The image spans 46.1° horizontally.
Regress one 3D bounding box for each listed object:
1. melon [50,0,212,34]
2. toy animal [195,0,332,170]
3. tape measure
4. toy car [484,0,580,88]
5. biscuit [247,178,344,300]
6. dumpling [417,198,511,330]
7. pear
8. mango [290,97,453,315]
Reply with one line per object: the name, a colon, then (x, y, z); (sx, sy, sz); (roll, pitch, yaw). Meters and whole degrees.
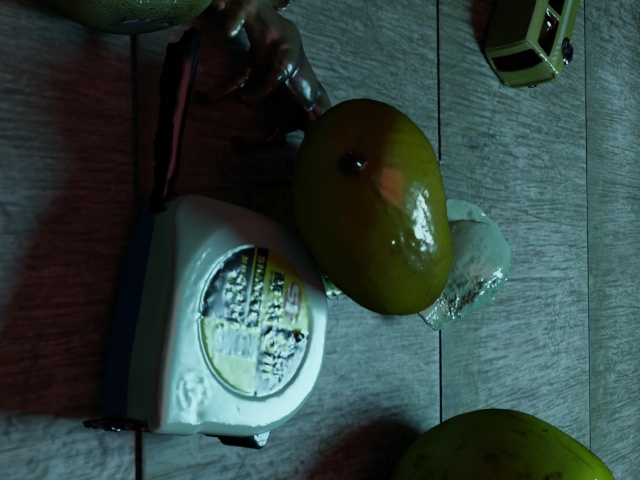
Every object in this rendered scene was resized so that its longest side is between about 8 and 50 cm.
melon: (-0.150, -0.219, 0.617); (0.162, 0.099, 0.099); (-19, 103, -49)
toy animal: (-0.050, -0.193, 0.749); (0.186, 0.094, 0.214); (-59, 136, -25)
tape measure: (-0.087, 0.007, 0.690); (0.215, 0.098, 0.351); (20, 72, -45)
toy car: (0.339, -0.367, 1.169); (0.124, 0.101, 0.256); (36, 64, -38)
biscuit: (0.001, 0.000, 0.844); (0.203, 0.016, 0.144); (-9, 95, -49)
dumpling: (0.184, 0.023, 0.982); (0.219, 0.108, 0.152); (-46, 122, -41)
pear: (0.214, 0.339, 0.893); (0.283, 0.284, 0.283); (1, 88, -48)
mango: (0.067, -0.017, 0.761); (0.331, 0.142, 0.195); (48, 34, -60)
